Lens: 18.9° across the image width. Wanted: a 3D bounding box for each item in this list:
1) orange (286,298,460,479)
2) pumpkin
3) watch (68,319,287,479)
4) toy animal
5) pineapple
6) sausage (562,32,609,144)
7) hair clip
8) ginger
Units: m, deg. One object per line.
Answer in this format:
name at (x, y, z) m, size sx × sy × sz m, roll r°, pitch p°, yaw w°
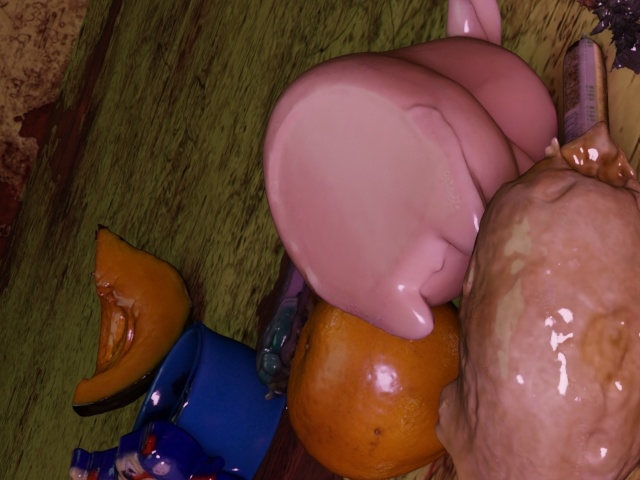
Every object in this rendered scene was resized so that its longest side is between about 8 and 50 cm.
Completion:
orange at (0.049, 0.101, 1.408) m, size 0.159 × 0.136 × 0.159 m, roll -160°, pitch 90°, yaw -78°
pumpkin at (-0.199, 0.107, 2.255) m, size 0.130 × 0.149 × 0.254 m, roll 63°, pitch -156°, yaw -51°
watch at (-0.117, 0.178, 1.834) m, size 0.196 × 0.171 × 0.200 m, roll -29°, pitch 35°, yaw 49°
toy animal at (0.082, -0.055, 1.339) m, size 0.213 × 0.256 × 0.195 m, roll 38°, pitch 115°, yaw 22°
pineapple at (0.207, -0.163, 1.322) m, size 0.058 × 0.058 × 0.124 m, roll -61°, pitch 36°, yaw 35°
sausage at (0.181, -0.037, 1.297) m, size 0.033 × 0.033 × 0.269 m, roll 129°, pitch 152°, yaw -50°
hair clip at (0.000, 0.001, 1.758) m, size 0.096 × 0.110 × 0.358 m, roll -15°, pitch 46°, yaw 22°
ginger at (0.144, 0.062, 1.150) m, size 0.152 × 0.138 × 0.267 m, roll 31°, pitch 104°, yaw 60°
